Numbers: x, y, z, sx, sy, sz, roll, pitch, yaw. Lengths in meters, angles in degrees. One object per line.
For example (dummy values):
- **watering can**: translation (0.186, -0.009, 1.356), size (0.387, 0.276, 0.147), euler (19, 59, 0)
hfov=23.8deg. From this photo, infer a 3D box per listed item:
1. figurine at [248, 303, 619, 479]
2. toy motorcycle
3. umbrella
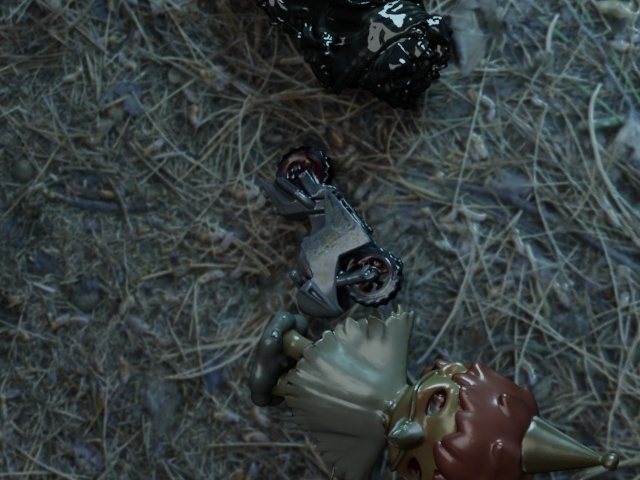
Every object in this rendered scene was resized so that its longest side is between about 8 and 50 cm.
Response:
- **figurine**: translation (0.111, 0.189, 1.561), size (0.387, 0.166, 0.207), euler (22, 102, 23)
- **toy motorcycle**: translation (0.000, 0.000, 1.684), size (0.122, 0.080, 0.215), euler (-36, 65, 4)
- **umbrella**: translation (0.006, -0.287, 1.720), size (0.154, 0.128, 0.336), euler (-42, 67, 7)
